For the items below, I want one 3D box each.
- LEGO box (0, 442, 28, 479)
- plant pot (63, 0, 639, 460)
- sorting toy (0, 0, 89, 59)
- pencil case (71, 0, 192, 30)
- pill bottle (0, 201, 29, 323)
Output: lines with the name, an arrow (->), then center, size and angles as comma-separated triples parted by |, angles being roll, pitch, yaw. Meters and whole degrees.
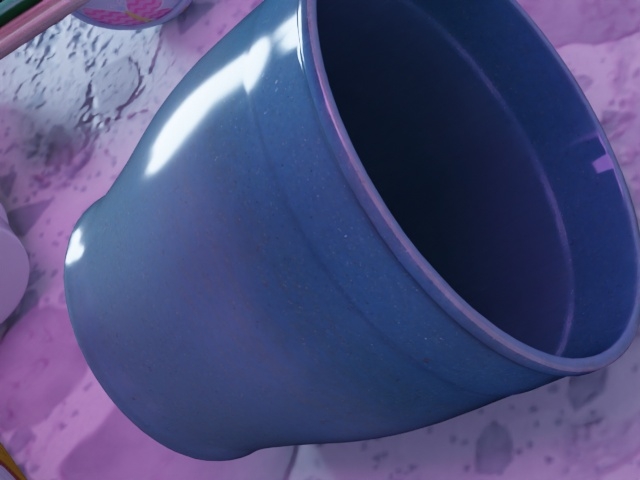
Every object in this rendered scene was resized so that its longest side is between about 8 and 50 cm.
LEGO box -> -0.428, 0.203, 1.122 | 0.372, 0.193, 0.500 | -49, 47, -1
plant pot -> 0.000, 0.000, 0.931 | 0.255, 0.272, 0.271 | -32, 47, 33
sorting toy -> -0.266, -0.200, 1.215 | 0.348, 0.047, 0.196 | -31, 51, 14
pencil case -> -0.151, -0.301, 1.306 | 0.124, 0.113, 0.273 | 6, 60, -9
pill bottle -> -0.308, -0.016, 1.233 | 0.119, 0.119, 0.208 | -48, 47, -2
